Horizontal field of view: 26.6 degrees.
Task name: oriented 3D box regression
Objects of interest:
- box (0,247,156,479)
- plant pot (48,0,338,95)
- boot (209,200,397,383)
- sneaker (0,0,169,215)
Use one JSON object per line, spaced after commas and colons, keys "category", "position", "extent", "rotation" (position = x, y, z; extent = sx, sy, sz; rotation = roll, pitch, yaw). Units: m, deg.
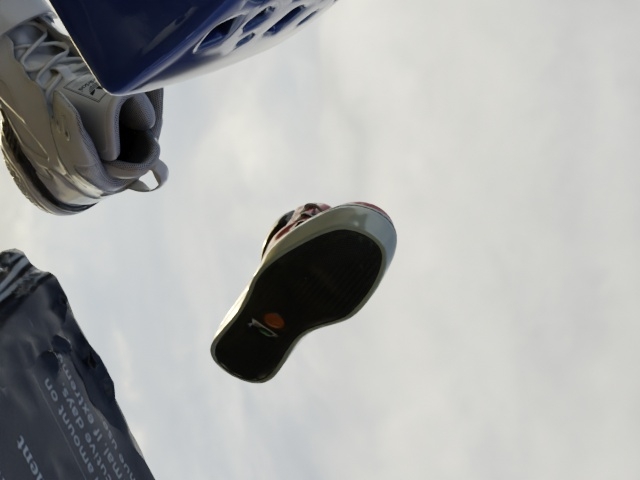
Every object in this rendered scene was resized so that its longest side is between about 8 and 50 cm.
{"category": "box", "position": [-0.305, 0.271, 0.445], "extent": [0.472, 0.480, 0.297], "rotation": [-63, 130, -74]}
{"category": "plant pot", "position": [-0.049, -0.245, 0.781], "extent": [0.212, 0.236, 0.236], "rotation": [-28, -88, 29]}
{"category": "boot", "position": [0.000, 0.000, 1.172], "extent": [0.244, 0.088, 0.176], "rotation": [-44, -164, 47]}
{"category": "sneaker", "position": [-0.284, -0.193, 1.402], "extent": [0.210, 0.137, 0.366], "rotation": [-1, -58, 48]}
